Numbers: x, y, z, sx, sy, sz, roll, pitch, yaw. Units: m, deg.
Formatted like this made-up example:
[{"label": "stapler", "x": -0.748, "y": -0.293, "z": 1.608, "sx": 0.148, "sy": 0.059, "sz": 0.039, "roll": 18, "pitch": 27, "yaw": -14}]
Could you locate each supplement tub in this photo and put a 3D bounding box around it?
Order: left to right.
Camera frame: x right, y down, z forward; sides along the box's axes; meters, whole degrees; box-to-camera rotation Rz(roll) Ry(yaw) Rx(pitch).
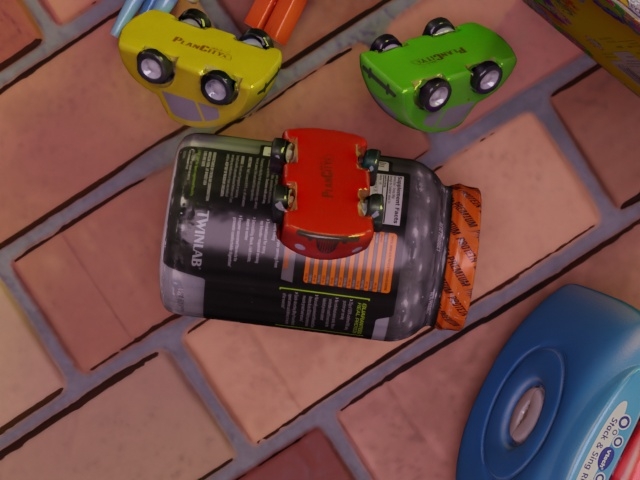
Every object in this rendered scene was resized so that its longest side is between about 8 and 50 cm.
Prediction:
[{"label": "supplement tub", "x": 0.000, "y": 0.000, "z": 1.065, "sx": 0.190, "sy": 0.117, "sz": 0.117, "roll": 8, "pitch": 96, "yaw": -1}]

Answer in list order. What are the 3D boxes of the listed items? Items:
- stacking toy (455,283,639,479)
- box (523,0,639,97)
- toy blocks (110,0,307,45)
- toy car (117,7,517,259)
[{"label": "stacking toy", "x": 0.252, "y": 0.166, "z": 1.080, "sx": 0.302, "sy": 0.166, "sz": 0.175, "roll": 26, "pitch": 93, "yaw": -17}, {"label": "box", "x": 0.279, "y": -0.196, "z": 0.957, "sx": 0.177, "sy": 0.290, "sz": 0.279, "roll": 38, "pitch": 95, "yaw": -3}, {"label": "toy blocks", "x": -0.055, "y": -0.171, "z": 1.080, "sx": 0.123, "sy": 0.054, "sz": 0.148, "roll": 30, "pitch": 97, "yaw": -4}, {"label": "toy car", "x": 0.020, "y": -0.078, "z": 1.028, "sx": 0.225, "sy": 0.239, "sz": 0.053, "roll": -19, "pitch": 137, "yaw": -29}]
